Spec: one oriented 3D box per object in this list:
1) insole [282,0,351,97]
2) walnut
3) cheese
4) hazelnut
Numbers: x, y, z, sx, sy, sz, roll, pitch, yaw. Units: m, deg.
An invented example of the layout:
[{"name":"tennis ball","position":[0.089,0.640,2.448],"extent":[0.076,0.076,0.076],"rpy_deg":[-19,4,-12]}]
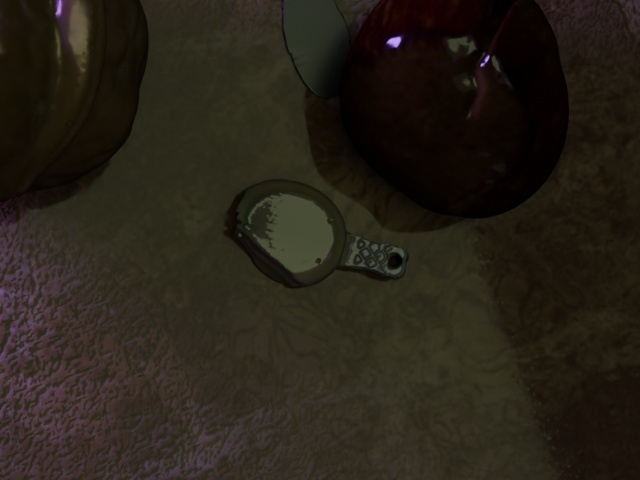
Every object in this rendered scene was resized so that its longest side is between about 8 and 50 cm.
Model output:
[{"name":"insole","position":[-0.009,-0.229,1.578],"extent":[0.064,0.004,0.188],"rpy_deg":[-11,89,-12]},{"name":"walnut","position":[-0.289,-0.163,1.390],"extent":[0.296,0.285,0.285],"rpy_deg":[0,86,-48]},{"name":"cheese","position":[-0.004,0.006,1.543],"extent":[0.171,0.047,0.092],"rpy_deg":[34,82,-8]},{"name":"hazelnut","position":[0.123,-0.138,1.516],"extent":[0.218,0.218,0.233],"rpy_deg":[-20,110,-12]}]
